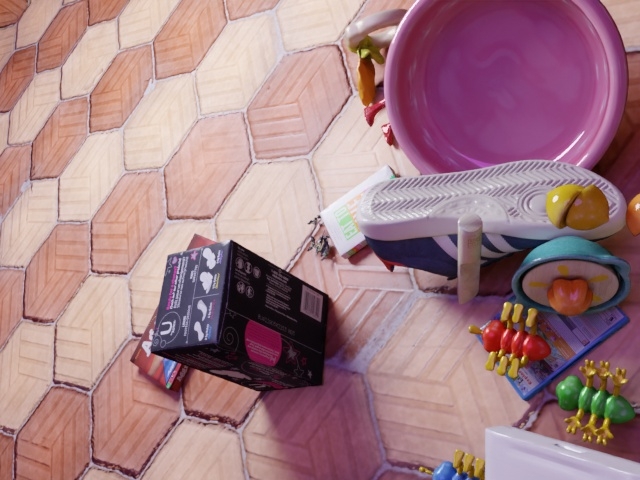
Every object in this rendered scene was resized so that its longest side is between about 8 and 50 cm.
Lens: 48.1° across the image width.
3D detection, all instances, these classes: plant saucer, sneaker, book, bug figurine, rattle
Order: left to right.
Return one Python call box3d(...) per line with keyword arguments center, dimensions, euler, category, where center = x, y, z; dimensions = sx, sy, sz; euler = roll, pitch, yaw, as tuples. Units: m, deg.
box3d(center=(0.078, -0.046, 1.190), dimensions=(0.144, 0.035, 0.096), euler=(-36, 54, 17), category="book")
box3d(center=(0.150, -0.344, 1.260), dimensions=(0.200, 0.130, 0.142), euler=(-14, 68, 3), category="rattle")
box3d(center=(0.231, -0.013, 0.985), dimensions=(0.350, 0.148, 0.131), euler=(1, 48, 24), category="sneaker")
box3d(center=(0.254, -0.214, 0.998), dimensions=(0.332, 0.084, 0.332), euler=(12, 115, 28), category="plant saucer")
box3d(center=(0.248, 0.228, 0.866), dimensions=(0.216, 0.072, 0.278), euler=(18, 84, 36), category="bug figurine")

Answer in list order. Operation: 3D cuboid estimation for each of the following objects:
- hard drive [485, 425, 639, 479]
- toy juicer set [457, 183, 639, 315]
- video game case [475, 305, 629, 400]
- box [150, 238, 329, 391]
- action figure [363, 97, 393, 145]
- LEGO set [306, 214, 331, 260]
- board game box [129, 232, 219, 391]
box3d(center=(0.247, 0.362, 0.721), dimensions=(0.203, 0.040, 0.307), euler=(0, 90, 58), category="hard drive")
box3d(center=(0.281, 0.028, 0.838), dimensions=(0.329, 0.209, 0.089), euler=(-9, 51, 30), category="toy juicer set")
box3d(center=(0.297, 0.113, 0.938), dimensions=(0.166, 0.015, 0.119), euler=(-43, 48, 13), category="video game case")
box3d(center=(-0.117, 0.124, 1.106), dimensions=(0.142, 0.247, 0.163), euler=(-13, 60, 33), category="box")
box3d(center=(0.211, -0.228, 1.134), dimensions=(0.280, 0.091, 0.139), euler=(-33, 44, 23), category="action figure")
box3d(center=(0.002, -0.002, 1.229), dimensions=(0.054, 0.023, 0.083), euler=(-12, 70, 45), category="LEGO set")
box3d(center=(-0.256, 0.131, 1.370), dimensions=(0.145, 0.027, 0.281), euler=(19, 81, 44), category="board game box")
